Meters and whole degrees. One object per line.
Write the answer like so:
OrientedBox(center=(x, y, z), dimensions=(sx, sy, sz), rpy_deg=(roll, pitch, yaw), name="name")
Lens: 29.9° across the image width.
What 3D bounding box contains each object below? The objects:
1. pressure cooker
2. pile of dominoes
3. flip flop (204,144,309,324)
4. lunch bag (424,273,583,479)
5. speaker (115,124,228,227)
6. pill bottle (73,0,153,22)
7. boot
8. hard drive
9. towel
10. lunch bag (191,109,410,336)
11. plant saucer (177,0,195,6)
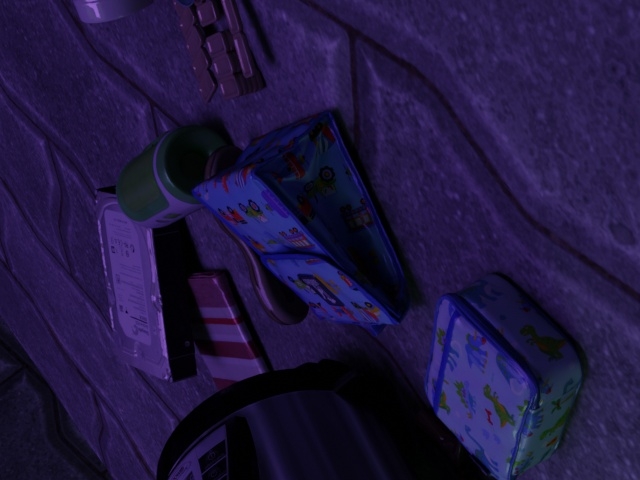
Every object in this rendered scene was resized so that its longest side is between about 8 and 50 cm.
OrientedBox(center=(-0.039, 0.391, 1.676), dimensions=(0.420, 0.370, 0.375), rpy_deg=(-119, 18, -48), name="pressure cooker")
OrientedBox(center=(-0.143, -0.315, 1.612), dimensions=(0.196, 0.040, 0.251), rpy_deg=(-2, 105, 64), name="pile of dominoes")
OrientedBox(center=(-0.075, -0.011, 1.706), dimensions=(0.080, 0.112, 0.277), rpy_deg=(-19, 96, 40), name="flip flop")
OrientedBox(center=(0.196, 0.155, 1.349), dimensions=(0.176, 0.090, 0.219), rpy_deg=(49, 152, 32), name="lunch bag")
OrientedBox(center=(-0.235, -0.096, 1.889), dimensions=(0.131, 0.131, 0.296), rpy_deg=(64, 156, -4), name="speaker")
OrientedBox(center=(-0.322, -0.448, 1.658), dimensions=(0.152, 0.152, 0.272), rpy_deg=(27, 139, 52), name="pill bottle")
OrientedBox(center=(0.162, 0.250, 1.581), dimensions=(0.114, 0.037, 0.106), rpy_deg=(46, 150, 41), name="boot")
OrientedBox(center=(-0.325, 0.075, 2.204), dimensions=(0.237, 0.064, 0.339), rpy_deg=(13, 113, 55), name="hard drive")
OrientedBox(center=(-0.158, 0.204, 2.163), dimensions=(0.237, 0.037, 0.329), rpy_deg=(-4, 113, 62), name="towel")
OrientedBox(center=(0.000, 0.000, 1.562), dimensions=(0.293, 0.138, 0.221), rpy_deg=(54, 157, -12), name="lunch bag")
OrientedBox(center=(-0.180, -0.369, 1.576), dimensions=(0.119, 0.021, 0.119), rpy_deg=(43, 144, 43), name="plant saucer")
